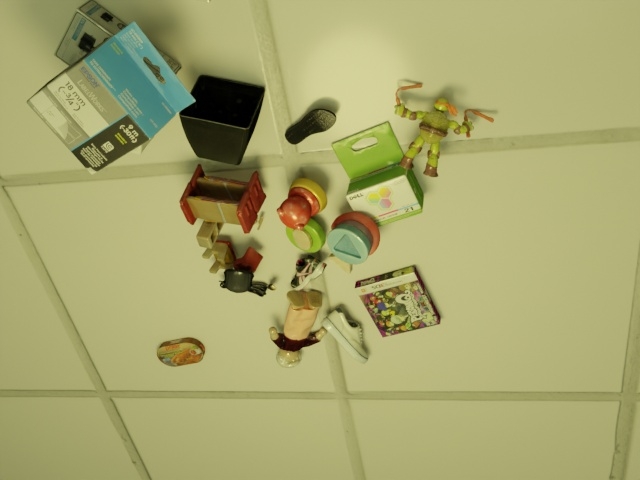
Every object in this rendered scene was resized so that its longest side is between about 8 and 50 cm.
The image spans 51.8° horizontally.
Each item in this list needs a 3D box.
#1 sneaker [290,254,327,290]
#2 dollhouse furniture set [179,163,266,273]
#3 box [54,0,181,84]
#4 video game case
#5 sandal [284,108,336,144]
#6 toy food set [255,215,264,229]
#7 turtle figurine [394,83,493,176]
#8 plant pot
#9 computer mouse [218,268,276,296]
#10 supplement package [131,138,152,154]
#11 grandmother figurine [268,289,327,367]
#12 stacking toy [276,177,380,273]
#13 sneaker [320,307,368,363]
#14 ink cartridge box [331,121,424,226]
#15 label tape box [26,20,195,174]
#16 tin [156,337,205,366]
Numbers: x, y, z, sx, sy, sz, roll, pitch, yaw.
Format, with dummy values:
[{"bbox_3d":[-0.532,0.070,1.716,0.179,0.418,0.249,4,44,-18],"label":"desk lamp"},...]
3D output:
[{"bbox_3d":[-0.051,0.093,2.104,0.077,0.072,0.178,43,136,-7],"label":"sneaker"},{"bbox_3d":[-0.267,-0.045,2.011,0.201,0.152,0.374,10,146,16],"label":"dollhouse furniture set"},{"bbox_3d":[-0.546,-0.486,1.783,0.290,0.087,0.169,36,124,-15],"label":"box"},{"bbox_3d":[0.253,0.203,2.146,0.210,0.042,0.232,-17,120,23],"label":"video game case"},{"bbox_3d":[-0.028,-0.323,1.834,0.179,0.040,0.067,-21,114,40],"label":"sandal"},{"bbox_3d":[-0.234,-0.084,2.053,0.122,0.019,0.078,27,129,3],"label":"toy food set"},{"bbox_3d":[0.305,-0.279,1.731,0.269,0.087,0.217,16,108,-5],"label":"turtle figurine"},{"bbox_3d":[-0.266,-0.316,1.802,0.188,0.187,0.167,12,138,2],"label":"plant pot"},{"bbox_3d":[-0.227,0.149,2.099,0.184,0.060,0.262,10,165,-11],"label":"computer mouse"},{"bbox_3d":[-0.505,-0.340,1.760,0.105,0.105,0.179,16,129,0],"label":"supplement package"},{"bbox_3d":[-0.080,0.315,2.261,0.207,0.104,0.342,10,130,-12],"label":"grandmother figurine"},{"bbox_3d":[0.000,0.000,1.933,0.309,0.130,0.279,31,141,7],"label":"stacking toy"},{"bbox_3d":[0.106,0.326,2.235,0.091,0.094,0.258,-42,128,-2],"label":"sneaker"},{"bbox_3d":[0.156,-0.176,1.861,0.188,0.097,0.255,-18,121,22],"label":"ink cartridge box"},{"bbox_3d":[-0.518,-0.343,1.627,0.333,0.106,0.241,-24,118,27],"label":"label tape box"},{"bbox_3d":[-0.518,0.415,2.454,0.189,0.040,0.106,-12,126,19],"label":"tin"}]
